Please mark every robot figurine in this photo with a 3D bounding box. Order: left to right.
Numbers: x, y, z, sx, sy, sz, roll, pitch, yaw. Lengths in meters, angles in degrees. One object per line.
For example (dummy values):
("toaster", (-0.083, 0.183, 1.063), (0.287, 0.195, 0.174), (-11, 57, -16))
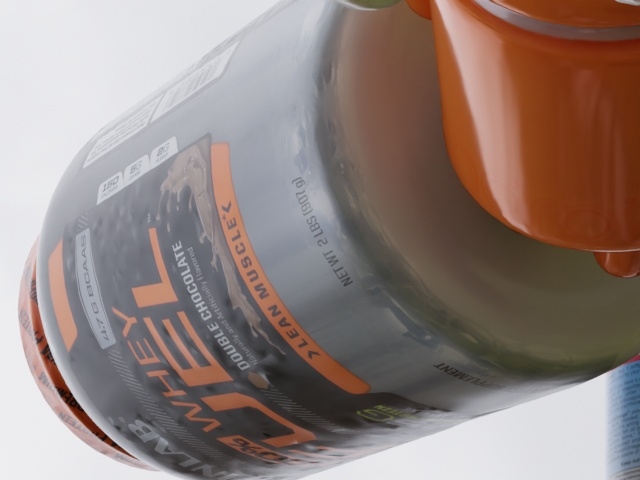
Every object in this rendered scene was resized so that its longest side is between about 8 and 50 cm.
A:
("robot figurine", (0.102, -0.083, 0.686), (0.128, 0.158, 0.219), (-17, -40, -5))

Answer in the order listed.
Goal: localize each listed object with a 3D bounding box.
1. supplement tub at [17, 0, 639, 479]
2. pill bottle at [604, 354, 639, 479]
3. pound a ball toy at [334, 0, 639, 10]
("supplement tub", (0.000, 0.000, 0.928), (0.207, 0.338, 0.207), (11, -112, -30))
("pill bottle", (0.190, 0.097, 1.020), (0.087, 0.087, 0.160), (18, -117, -31))
("pound a ball toy", (-0.052, -0.193, 0.387), (0.319, 0.208, 0.136), (42, -102, -22))
